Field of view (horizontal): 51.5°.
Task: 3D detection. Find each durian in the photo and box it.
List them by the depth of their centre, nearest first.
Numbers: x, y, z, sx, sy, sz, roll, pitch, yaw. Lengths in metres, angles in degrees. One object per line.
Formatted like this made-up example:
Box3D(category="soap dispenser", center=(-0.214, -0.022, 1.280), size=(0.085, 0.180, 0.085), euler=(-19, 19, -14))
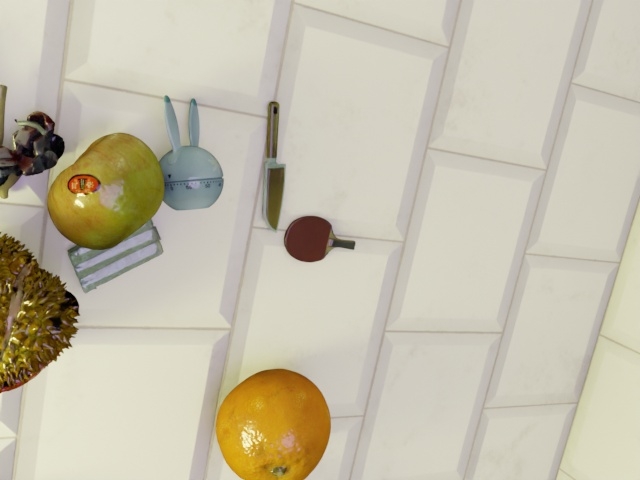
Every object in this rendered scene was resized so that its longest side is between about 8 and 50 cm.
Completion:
Box3D(category="durian", center=(-0.669, 0.149, 1.329), size=(0.348, 0.347, 0.384), euler=(22, 128, -32))

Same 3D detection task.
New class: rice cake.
Box3D(category="rice cake", center=(-0.480, 0.027, 1.569), size=(0.211, 0.038, 0.124), euler=(-24, 116, -21))

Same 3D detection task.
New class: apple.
Box3D(category="apple", center=(-0.454, -0.105, 1.423), size=(0.261, 0.261, 0.194), euler=(-44, 110, -10))

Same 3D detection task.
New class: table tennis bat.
Box3D(category="table tennis bat", center=(0.000, 0.000, 1.833), size=(0.220, 0.019, 0.130), euler=(8, 101, -29))

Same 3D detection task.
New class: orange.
Box3D(category="orange", center=(-0.123, 0.497, 1.761), size=(0.312, 0.312, 0.312), euler=(-9, 109, -26))

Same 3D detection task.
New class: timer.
Box3D(category="timer", center=(-0.327, -0.186, 1.542), size=(0.175, 0.175, 0.255), euler=(-26, 89, -19))

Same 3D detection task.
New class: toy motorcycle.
Box3D(category="toy motorcycle", center=(-0.608, -0.189, 1.359), size=(0.213, 0.082, 0.122), euler=(-47, 146, -52))

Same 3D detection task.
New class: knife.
Box3D(category="knife", center=(-0.115, -0.183, 1.709), size=(0.061, 0.027, 0.343), euler=(-5, 108, -32))

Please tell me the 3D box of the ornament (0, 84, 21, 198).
Box3D(category="ornament", center=(-0.705, -0.205, 1.342), size=(0.230, 0.061, 0.244), euler=(-1, 110, -48))
